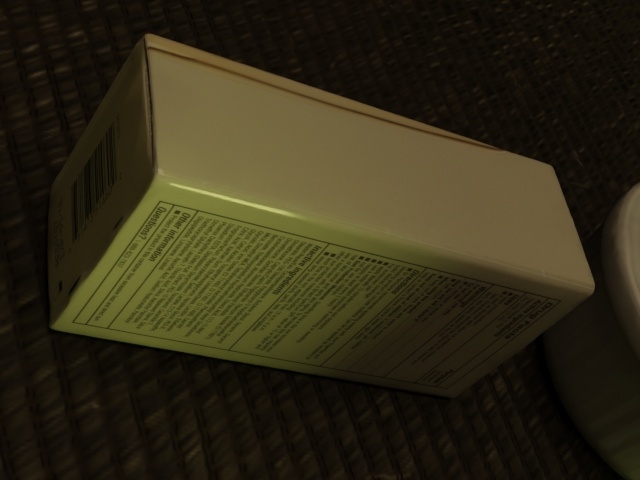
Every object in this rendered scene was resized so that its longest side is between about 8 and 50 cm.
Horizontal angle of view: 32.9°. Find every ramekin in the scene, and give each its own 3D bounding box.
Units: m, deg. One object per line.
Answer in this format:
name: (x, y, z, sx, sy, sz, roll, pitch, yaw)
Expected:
ramekin: (0.301, 0.090, 0.879, 0.273, 0.127, 0.272, 22, 45, -24)

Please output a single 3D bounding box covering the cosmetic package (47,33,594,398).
cosmetic package: (0.000, 0.000, 0.694, 0.309, 0.160, 0.113, 14, 49, -31)
